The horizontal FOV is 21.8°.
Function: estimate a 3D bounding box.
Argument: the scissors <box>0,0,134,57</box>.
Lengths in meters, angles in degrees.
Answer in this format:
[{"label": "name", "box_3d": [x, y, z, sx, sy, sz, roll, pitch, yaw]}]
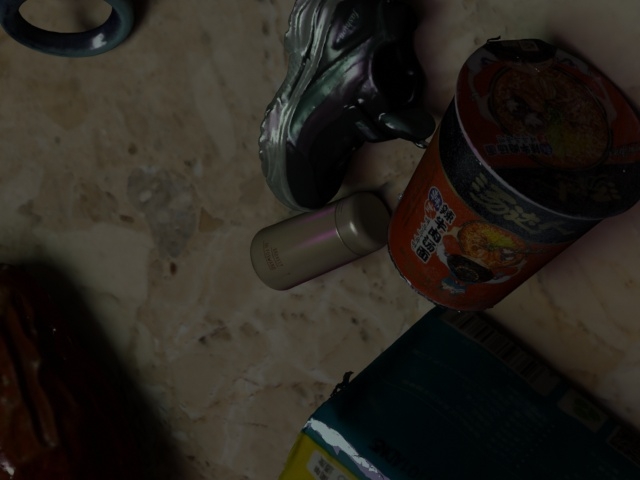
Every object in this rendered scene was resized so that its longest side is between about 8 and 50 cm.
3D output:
[{"label": "scissors", "box_3d": [-0.225, -0.202, 0.966, 0.256, 0.383, 0.029, -35, 58, 43]}]

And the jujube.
[{"label": "jujube", "box_3d": [-0.237, 0.164, 1.257, 0.197, 0.197, 0.290, -11, 98, 38]}]

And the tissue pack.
[{"label": "tissue pack", "box_3d": [0.119, 0.187, 1.014, 0.271, 0.192, 0.134, 39, 128, 14]}]

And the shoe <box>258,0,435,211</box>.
[{"label": "shoe", "box_3d": [0.025, -0.083, 1.022, 0.099, 0.071, 0.169, 23, 121, 21]}]

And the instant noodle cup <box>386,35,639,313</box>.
[{"label": "instant noodle cup", "box_3d": [0.104, -0.028, 0.967, 0.127, 0.127, 0.135, 45, 139, 8]}]

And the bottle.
[{"label": "bottle", "box_3d": [0.000, 0.000, 1.096, 0.096, 0.045, 0.045, -22, 99, 40]}]
